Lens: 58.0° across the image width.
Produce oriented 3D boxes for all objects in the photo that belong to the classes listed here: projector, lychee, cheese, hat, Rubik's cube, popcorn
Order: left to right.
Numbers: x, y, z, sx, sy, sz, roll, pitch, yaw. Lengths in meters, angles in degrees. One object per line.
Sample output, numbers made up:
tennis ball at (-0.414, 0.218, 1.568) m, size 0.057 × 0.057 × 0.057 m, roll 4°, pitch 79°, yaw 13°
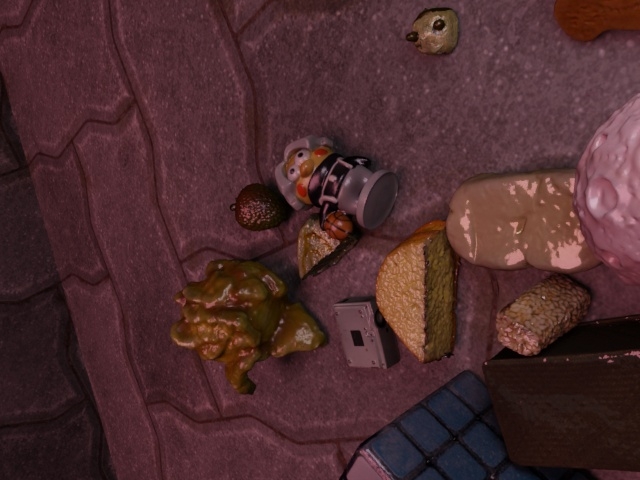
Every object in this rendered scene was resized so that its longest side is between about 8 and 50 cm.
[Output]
popcorn at (-0.190, 0.207, 1.364) m, size 0.321 × 0.289 × 0.326 m, roll 14°, pitch 94°, yaw 44°
lychee at (-0.146, -0.075, 1.342) m, size 0.146 × 0.114 × 0.114 m, roll 15°, pitch 114°, yaw 26°
projector at (0.095, 0.198, 1.233) m, size 0.115 × 0.061 × 0.147 m, roll -10°, pitch 97°, yaw 44°
hat at (0.187, -0.349, 0.966) m, size 0.077 × 0.059 × 0.076 m, roll 14°, pitch 117°, yaw 36°
Rubik's cube at (0.226, 0.498, 1.002) m, size 0.337 × 0.344 × 0.344 m, roll 41°, pitch 130°, yaw 27°
cheese at (0.321, -0.033, 0.914) m, size 0.262 × 0.093 × 0.159 m, roll 2°, pitch 101°, yaw 45°

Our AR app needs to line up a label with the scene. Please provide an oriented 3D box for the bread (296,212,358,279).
bread at (-0.004, 0.002, 1.235) m, size 0.110 × 0.103 × 0.156 m, roll 53°, pitch 127°, yaw 11°

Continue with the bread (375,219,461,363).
bread at (0.176, 0.090, 1.064) m, size 0.134 × 0.129 × 0.261 m, roll 6°, pitch 105°, yaw 42°

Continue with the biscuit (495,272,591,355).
biscuit at (0.341, 0.113, 0.886) m, size 0.082 × 0.168 × 0.071 m, roll 33°, pitch 134°, yaw 39°

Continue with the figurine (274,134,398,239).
figurine at (0.019, -0.106, 1.144) m, size 0.236 × 0.133 × 0.176 m, roll 28°, pitch 88°, yaw 30°

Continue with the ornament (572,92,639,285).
ornament at (0.427, -0.064, 0.684) m, size 0.225 × 0.259 × 0.260 m, roll 32°, pitch 124°, yaw 23°

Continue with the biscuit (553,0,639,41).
biscuit at (0.425, -0.303, 0.676) m, size 0.339 × 0.216 × 0.047 m, roll 24°, pitch 78°, yaw 46°

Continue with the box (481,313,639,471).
box at (0.410, 0.230, 0.875) m, size 0.273 × 0.143 × 0.184 m, roll -18°, pitch 90°, yaw 45°
